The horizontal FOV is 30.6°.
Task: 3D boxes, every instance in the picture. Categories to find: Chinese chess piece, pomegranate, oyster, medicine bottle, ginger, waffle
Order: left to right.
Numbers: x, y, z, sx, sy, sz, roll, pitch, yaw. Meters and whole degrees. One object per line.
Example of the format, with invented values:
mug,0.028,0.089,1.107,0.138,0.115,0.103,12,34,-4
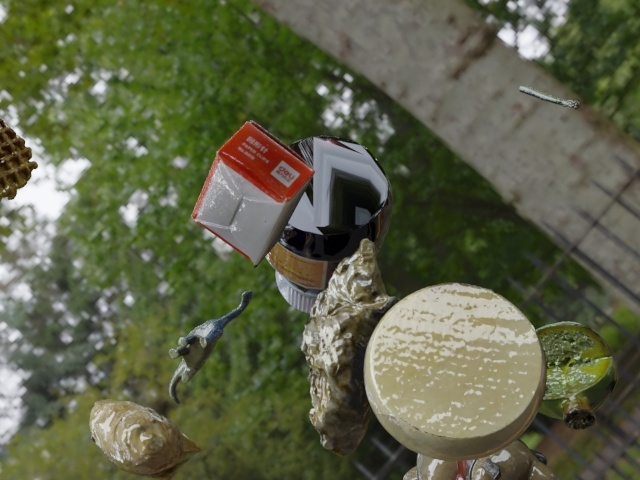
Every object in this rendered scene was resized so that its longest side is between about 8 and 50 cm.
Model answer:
waffle,-0.606,-0.155,2.120,0.191,0.191,0.038,-37,-1,-42
ginger,-0.302,0.300,1.872,0.115,0.193,0.122,-52,-25,-24
medicine bottle,0.000,0.000,2.144,0.242,0.242,0.395,-43,-18,-24
oyster,0.058,0.168,1.868,0.166,0.110,0.341,30,-105,-35
Chinese chess piece,0.184,0.181,1.611,0.251,0.251,0.097,-44,-23,-20
pomegranate,0.369,0.207,1.713,0.143,0.169,0.122,-23,-34,10

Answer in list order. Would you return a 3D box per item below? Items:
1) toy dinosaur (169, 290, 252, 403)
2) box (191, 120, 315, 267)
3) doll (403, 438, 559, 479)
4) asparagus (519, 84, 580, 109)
toy dinosaur,-0.240,0.226,2.501,0.188,0.075,0.247,-24,-38,-58
box,-0.101,-0.070,1.751,0.099,0.133,0.182,-49,-8,-37
doll,0.307,0.440,2.286,0.235,0.174,0.330,-33,14,-21
asparagus,0.383,-0.239,1.956,0.015,0.127,0.018,-37,-50,-23
